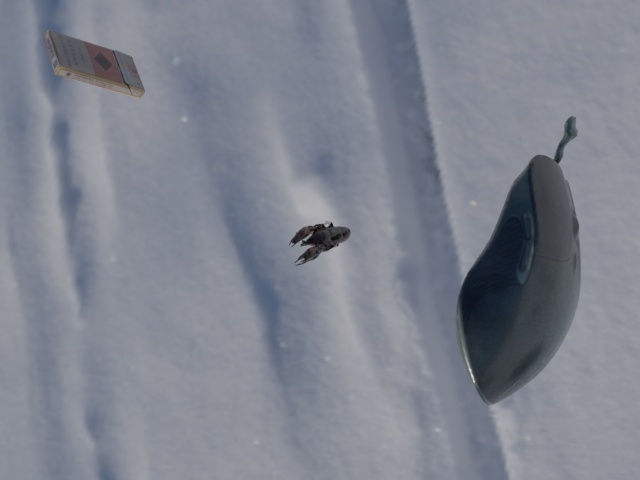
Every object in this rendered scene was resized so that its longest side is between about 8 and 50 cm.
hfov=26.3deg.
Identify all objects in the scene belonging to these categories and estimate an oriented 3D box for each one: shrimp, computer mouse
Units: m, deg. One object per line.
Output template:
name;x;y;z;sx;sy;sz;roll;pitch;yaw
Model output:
shrimp;-0.003;-0.002;1.570;0.038;0.092;0.029;54;133;7
computer mouse;0.251;0.013;1.538;0.090;0.167;0.379;6;61;31

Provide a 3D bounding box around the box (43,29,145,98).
box;-0.186;-0.145;1.130;0.012;0.083;0.046;-48;49;30
